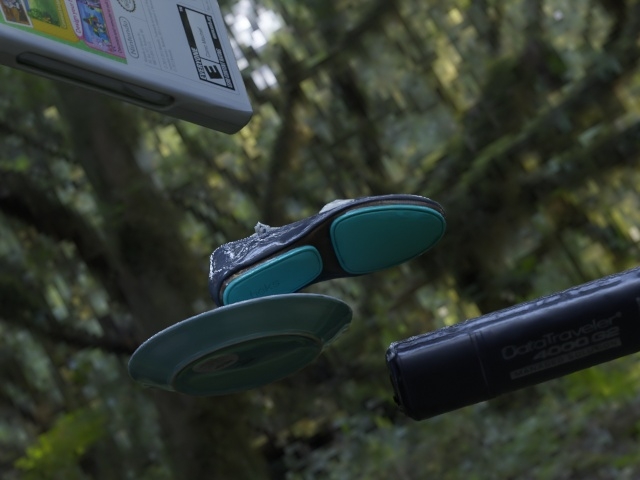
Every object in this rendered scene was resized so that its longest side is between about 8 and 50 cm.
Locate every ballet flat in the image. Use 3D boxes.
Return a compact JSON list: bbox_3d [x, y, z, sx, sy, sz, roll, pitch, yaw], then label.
[{"bbox_3d":[0.000,0.000,1.465,0.203,0.074,0.074,-21,-14,-10],"label":"ballet flat"}]

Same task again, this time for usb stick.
[{"bbox_3d":[0.191,0.082,1.514,0.278,0.077,0.045,-17,23,0],"label":"usb stick"}]

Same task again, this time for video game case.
[{"bbox_3d":[-0.139,-0.162,0.944,0.193,0.212,0.023,15,-46,-41],"label":"video game case"}]

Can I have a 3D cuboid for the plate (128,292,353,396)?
[{"bbox_3d":[-0.062,0.092,1.455,0.188,0.024,0.188,-14,-21,-5],"label":"plate"}]
